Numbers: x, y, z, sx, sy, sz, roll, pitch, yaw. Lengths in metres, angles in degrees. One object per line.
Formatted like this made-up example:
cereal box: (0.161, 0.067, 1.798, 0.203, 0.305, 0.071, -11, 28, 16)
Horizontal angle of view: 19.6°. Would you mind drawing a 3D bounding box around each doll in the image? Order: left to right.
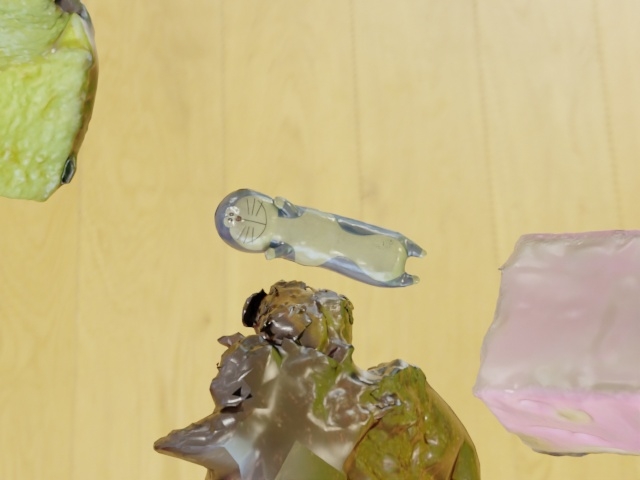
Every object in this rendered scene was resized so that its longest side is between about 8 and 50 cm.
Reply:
doll: (0.000, 0.000, 1.060, 0.125, 0.027, 0.037, 14, 88, -9)

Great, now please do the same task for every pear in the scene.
pear: (-0.335, -0.148, 1.445, 0.255, 0.164, 0.238, 2, 28, -40)

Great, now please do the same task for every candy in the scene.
candy: (0.257, 0.076, 1.366, 0.116, 0.265, 0.155, 44, 54, -45)

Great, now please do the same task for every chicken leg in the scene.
chicken leg: (0.037, 0.096, 0.524, 0.051, 0.253, 0.106, 13, 76, 39)
